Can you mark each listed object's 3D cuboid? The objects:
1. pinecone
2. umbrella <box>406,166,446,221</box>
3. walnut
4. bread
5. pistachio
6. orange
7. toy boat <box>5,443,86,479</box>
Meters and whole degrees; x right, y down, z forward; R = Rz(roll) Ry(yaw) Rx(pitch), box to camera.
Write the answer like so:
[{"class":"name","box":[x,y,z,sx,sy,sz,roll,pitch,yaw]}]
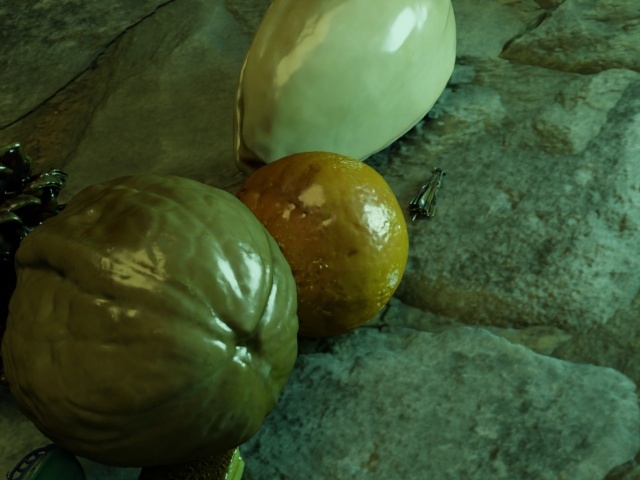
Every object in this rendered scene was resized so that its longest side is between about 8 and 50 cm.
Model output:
[{"class":"pinecone","box":[-0.354,0.033,2.057,0.243,0.243,0.257,-4,83,19]},{"class":"umbrella","box":[0.114,-0.049,2.102,0.031,0.020,0.083,5,41,27]},{"class":"walnut","box":[-0.165,0.075,1.850,0.313,0.252,0.277,6,88,49]},{"class":"bread","box":[-0.129,0.236,1.866,0.094,0.035,0.090,-2,43,21]},{"class":"pistachio","box":[0.021,-0.189,2.180,0.318,0.214,0.193,-51,4,-19]},{"class":"orange","box":[0.000,0.000,1.971,0.161,0.193,0.193,-15,29,-41]},{"class":"toy boat","box":[-0.282,0.261,1.881,0.110,0.091,0.175,-30,27,35]}]
